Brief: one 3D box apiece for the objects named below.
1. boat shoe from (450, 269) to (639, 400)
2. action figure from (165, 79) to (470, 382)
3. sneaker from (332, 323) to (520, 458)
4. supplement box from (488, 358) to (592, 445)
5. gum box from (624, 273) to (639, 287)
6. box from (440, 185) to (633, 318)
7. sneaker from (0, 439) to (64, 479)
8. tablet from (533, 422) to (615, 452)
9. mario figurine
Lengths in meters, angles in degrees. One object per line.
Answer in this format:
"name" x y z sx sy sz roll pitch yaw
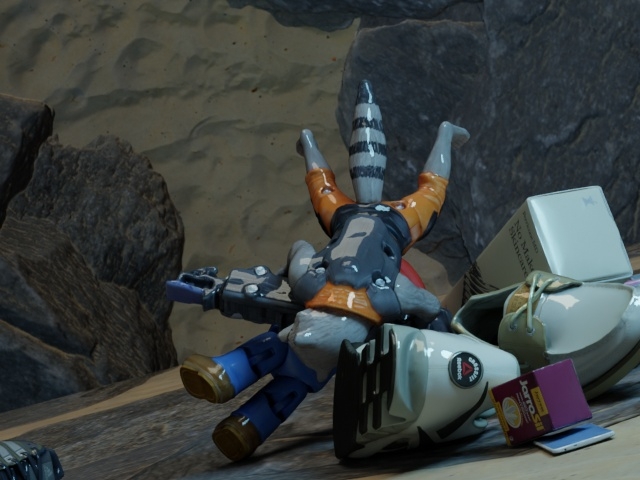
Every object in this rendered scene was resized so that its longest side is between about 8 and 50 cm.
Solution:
"boat shoe" 0.223 0.089 1.735 0.113 0.103 0.302 -56 12 -25
"action figure" 0.000 0.000 1.937 0.341 0.330 0.178 5 -37 6
"sneaker" 0.097 0.150 1.701 0.146 0.122 0.330 4 -8 -12
"supplement box" 0.187 0.139 1.520 0.043 0.055 0.083 -14 -11 -27
"gum box" 0.387 0.076 2.176 0.188 0.062 0.107 -16 0 5
"box" 0.229 0.054 1.934 0.094 0.113 0.275 -9 -24 -21
"sneaker" -0.377 0.277 2.082 0.121 0.111 0.300 -12 3 1
"tablet" 0.210 0.165 1.477 0.054 0.006 0.083 -16 0 -5
"mario figurine" -0.013 0.123 2.067 0.320 0.198 0.170 -31 48 -27
